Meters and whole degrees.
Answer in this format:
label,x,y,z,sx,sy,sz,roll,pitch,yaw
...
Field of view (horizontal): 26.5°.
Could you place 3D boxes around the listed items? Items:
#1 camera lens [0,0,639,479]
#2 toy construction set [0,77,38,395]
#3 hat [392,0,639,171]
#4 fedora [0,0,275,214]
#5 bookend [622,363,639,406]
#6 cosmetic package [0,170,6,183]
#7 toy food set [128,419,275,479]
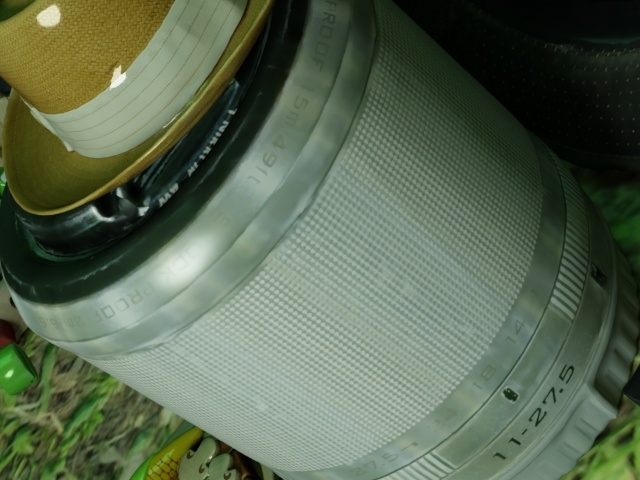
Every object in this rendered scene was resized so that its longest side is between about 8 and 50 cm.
label,x,y,z,sx,sy,sz,roll,pitch,yaw
camera lens,0.000,0.000,0.671,0.219,0.274,0.219,-30,40,30
toy construction set,-0.245,-0.057,1.122,0.237,0.257,0.309,-33,12,-1
hat,0.137,-0.196,0.669,0.331,0.331,0.134,-20,32,39
fedora,-0.095,-0.103,0.557,0.194,0.079,0.194,-31,39,29
bookend,0.183,0.098,0.546,0.157,0.072,0.156,-57,33,-5
cosmetic package,-0.093,-0.058,0.945,0.184,0.151,0.151,8,65,53
toy food set,-0.081,0.172,0.824,0.132,0.038,0.192,-52,34,1
